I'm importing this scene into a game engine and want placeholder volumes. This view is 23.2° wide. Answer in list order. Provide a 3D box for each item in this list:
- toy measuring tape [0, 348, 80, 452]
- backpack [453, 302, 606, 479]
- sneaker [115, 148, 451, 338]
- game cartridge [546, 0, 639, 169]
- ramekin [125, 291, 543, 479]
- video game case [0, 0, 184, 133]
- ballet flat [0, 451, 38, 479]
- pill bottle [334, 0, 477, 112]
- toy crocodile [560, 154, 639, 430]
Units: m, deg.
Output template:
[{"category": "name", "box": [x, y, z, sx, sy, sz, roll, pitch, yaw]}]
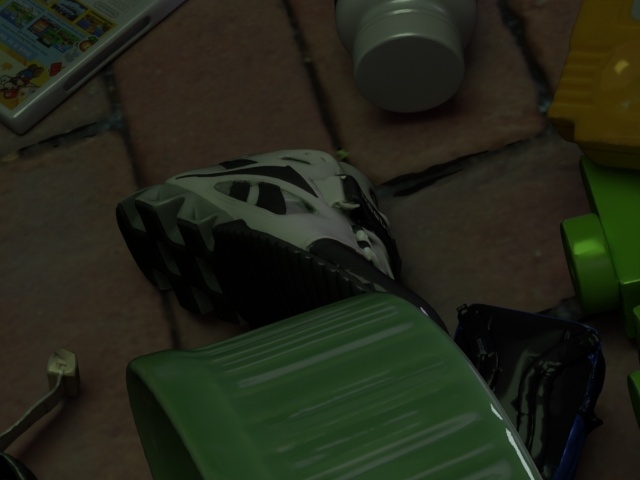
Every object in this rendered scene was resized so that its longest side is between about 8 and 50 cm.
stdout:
[{"category": "toy measuring tape", "box": [-0.311, 0.162, 1.040, 0.121, 0.121, 0.330, 28, 58, 31]}, {"category": "backpack", "box": [0.123, 0.116, 0.966, 0.098, 0.101, 0.120, 7, 58, 24]}, {"category": "sneaker", "box": [0.000, 0.000, 1.049, 0.146, 0.122, 0.330, -32, 34, -23]}, {"category": "game cartridge", "box": [0.321, -0.188, 1.028, 0.285, 0.052, 0.324, 8, 68, 34]}, {"category": "ramekin", "box": [0.023, 0.175, 0.826, 0.148, 0.303, 0.303, -22, 50, -14]}, {"category": "video game case", "box": [-0.257, -0.210, 1.376, 0.227, 0.026, 0.206, 34, 67, 33]}, {"category": "ballet flat", "box": [-0.202, 0.216, 1.005, 0.057, 0.049, 0.173, -18, 50, 1]}, {"category": "pill bottle", "box": [0.066, -0.196, 1.223, 0.112, 0.112, 0.187, -8, 50, 9]}, {"category": "toy crocodile", "box": [0.234, 0.062, 0.991, 0.115, 0.105, 0.340, -16, 46, 1]}]
